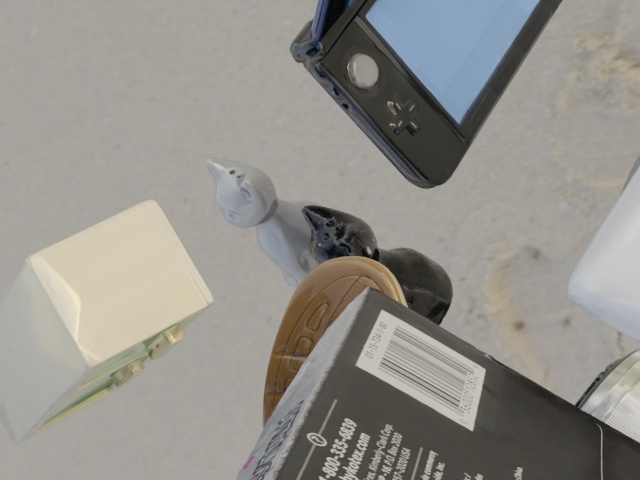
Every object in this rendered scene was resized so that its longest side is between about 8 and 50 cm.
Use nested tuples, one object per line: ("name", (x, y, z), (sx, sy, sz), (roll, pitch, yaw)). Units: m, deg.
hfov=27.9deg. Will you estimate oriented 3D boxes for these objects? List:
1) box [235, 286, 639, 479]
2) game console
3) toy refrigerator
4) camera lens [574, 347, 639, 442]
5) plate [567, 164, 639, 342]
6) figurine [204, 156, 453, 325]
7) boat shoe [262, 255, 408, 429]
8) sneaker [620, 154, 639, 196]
("box", (0.027, 0.145, 0.409), (0.163, 0.247, 0.142), (30, 110, 2))
("game console", (0.120, -0.231, 1.020), (0.250, 0.293, 0.173), (46, 150, -20))
("toy refrigerator", (-0.179, 0.073, 0.964), (0.094, 0.102, 0.269), (59, 150, 6))
("camera lens", (0.424, 0.273, 1.501), (0.274, 0.219, 0.219), (38, 126, 28))
("plate", (0.339, -0.015, 0.797), (0.278, 0.045, 0.277), (31, 90, 9))
("figurine", (0.000, 0.000, 1.250), (0.215, 0.209, 0.092), (28, 82, 34))
("boat shoe", (0.030, 0.180, 1.011), (0.122, 0.110, 0.341), (2, 94, 21))
("sneaker", (0.263, -0.080, 0.913), (0.083, 0.098, 0.223), (26, 106, -9))
